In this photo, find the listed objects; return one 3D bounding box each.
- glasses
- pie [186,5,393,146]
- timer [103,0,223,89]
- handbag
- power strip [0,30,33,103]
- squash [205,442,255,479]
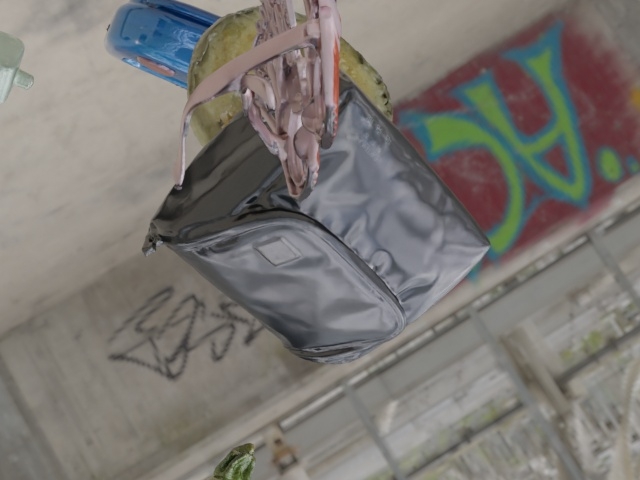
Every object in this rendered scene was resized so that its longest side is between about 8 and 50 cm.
[{"bbox_3d":[-0.042,-0.124,0.812,0.095,0.162,0.255,4,163,-13],"label":"glasses"},{"bbox_3d":[-0.036,-0.170,1.469,0.274,0.274,0.055,-25,166,-31],"label":"pie"},{"bbox_3d":[-0.164,-0.278,1.860,0.309,0.340,0.115,-161,-88,-77],"label":"timer"},{"bbox_3d":[0.002,0.001,1.265,0.275,0.178,0.302,-46,126,-3],"label":"handbag"},{"bbox_3d":[-0.520,-0.259,1.402,0.091,0.385,0.062,-88,-157,-56],"label":"power strip"},{"bbox_3d":[-0.155,0.434,1.742,0.137,0.137,0.287,-46,-155,50],"label":"squash"}]
